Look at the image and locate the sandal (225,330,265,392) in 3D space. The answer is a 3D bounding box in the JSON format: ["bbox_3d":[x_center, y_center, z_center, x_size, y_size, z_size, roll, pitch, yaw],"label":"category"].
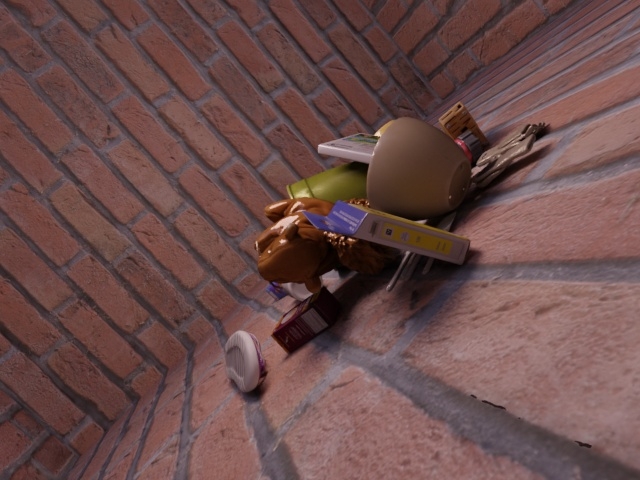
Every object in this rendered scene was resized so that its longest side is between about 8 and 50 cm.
[{"bbox_3d":[-0.222,0.359,1.301,0.102,0.170,0.416,-2,-9,-22],"label":"sandal"}]

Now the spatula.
[{"bbox_3d":[0.254,0.025,1.060,0.168,0.019,0.242,-33,12,46],"label":"spatula"}]

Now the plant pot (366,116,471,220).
[{"bbox_3d":[0.281,-0.169,1.117,0.190,0.284,0.284,22,57,37],"label":"plant pot"}]

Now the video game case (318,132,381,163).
[{"bbox_3d":[0.207,-0.315,1.467,0.328,0.036,0.299,18,29,29],"label":"video game case"}]

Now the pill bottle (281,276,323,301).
[{"bbox_3d":[-0.079,0.157,1.599,0.131,0.131,0.229,-44,8,-12],"label":"pill bottle"}]

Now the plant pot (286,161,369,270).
[{"bbox_3d":[0.118,-0.134,1.556,0.352,0.367,0.366,-31,9,5],"label":"plant pot"}]

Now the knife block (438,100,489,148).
[{"bbox_3d":[0.483,-0.411,1.503,0.088,0.275,0.242,-40,38,18],"label":"knife block"}]

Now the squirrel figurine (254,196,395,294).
[{"bbox_3d":[0.000,0.000,1.196,0.396,0.282,0.370,-14,6,10],"label":"squirrel figurine"}]

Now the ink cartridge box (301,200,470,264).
[{"bbox_3d":[0.125,-0.037,0.954,0.303,0.306,0.072,-131,58,-76],"label":"ink cartridge box"}]

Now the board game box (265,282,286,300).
[{"bbox_3d":[-0.092,0.124,1.963,0.347,0.078,0.233,-38,11,47],"label":"board game box"}]

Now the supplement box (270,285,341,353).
[{"bbox_3d":[-0.042,0.228,1.210,0.188,0.081,0.104,-39,8,27],"label":"supplement box"}]

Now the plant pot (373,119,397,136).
[{"bbox_3d":[0.324,-0.347,1.712,0.254,0.239,0.254,-39,-9,-7],"label":"plant pot"}]

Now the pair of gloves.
[{"bbox_3d":[0.497,-0.228,1.131,0.204,0.042,0.240,-40,6,45],"label":"pair of gloves"}]

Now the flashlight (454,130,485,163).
[{"bbox_3d":[0.378,-0.232,1.372,0.303,0.103,0.103,-32,1,2],"label":"flashlight"}]
